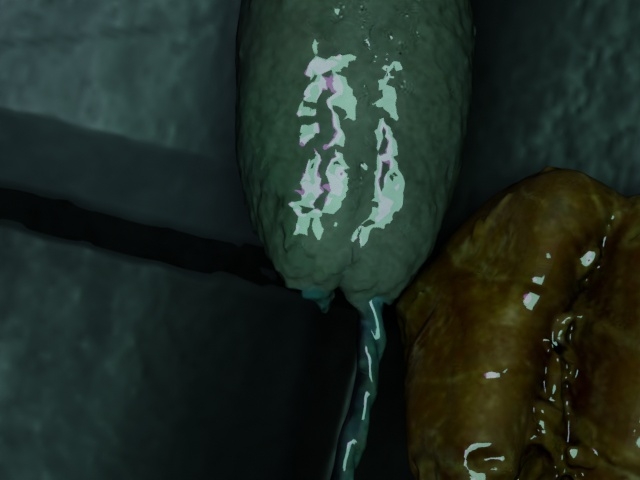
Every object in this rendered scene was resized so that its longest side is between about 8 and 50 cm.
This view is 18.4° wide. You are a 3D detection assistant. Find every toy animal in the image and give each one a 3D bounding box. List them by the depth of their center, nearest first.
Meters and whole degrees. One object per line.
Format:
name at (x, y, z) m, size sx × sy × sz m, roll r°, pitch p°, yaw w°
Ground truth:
toy animal at (0.004, 0.004, 0.548) m, size 0.070 × 0.079 × 0.253 m, roll 4°, pitch 86°, yaw 10°

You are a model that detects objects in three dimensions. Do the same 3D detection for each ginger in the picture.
ginger at (0.068, 0.053, 0.552) m, size 0.103 × 0.073 × 0.162 m, roll 9°, pitch 89°, yaw 0°
